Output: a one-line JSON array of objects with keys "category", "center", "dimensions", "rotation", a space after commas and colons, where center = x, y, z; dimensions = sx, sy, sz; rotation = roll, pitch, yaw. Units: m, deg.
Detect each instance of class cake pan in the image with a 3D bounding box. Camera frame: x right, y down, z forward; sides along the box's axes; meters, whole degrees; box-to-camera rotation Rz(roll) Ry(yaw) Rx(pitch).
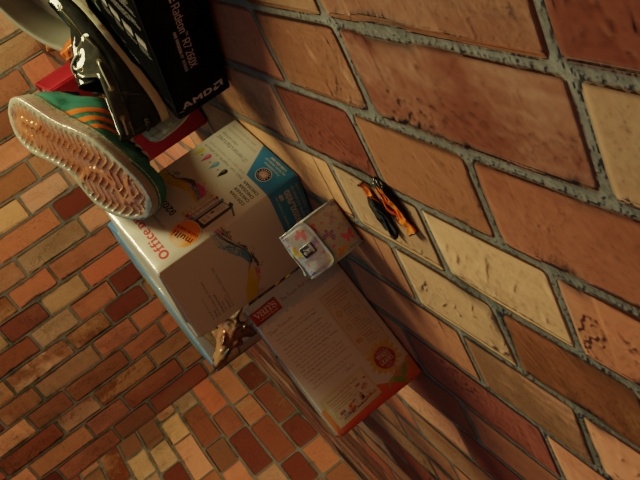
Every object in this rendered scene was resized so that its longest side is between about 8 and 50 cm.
[{"category": "cake pan", "center": [-0.423, -0.417, 1.284], "dimensions": [0.293, 0.054, 0.293], "rotation": [24, 147, 16]}]

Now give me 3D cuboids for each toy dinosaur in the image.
[{"category": "toy dinosaur", "center": [-0.158, 0.063, 1.516], "dimensions": [0.200, 0.127, 0.296], "rotation": [-97, -4, -74]}]

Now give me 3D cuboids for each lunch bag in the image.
[{"category": "lunch bag", "center": [0.000, 0.000, 1.065], "dimensions": [0.071, 0.083, 0.053], "rotation": [55, 168, -2]}]

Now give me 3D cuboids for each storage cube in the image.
[{"category": "storage cube", "center": [-0.334, -0.230, 1.412], "dimensions": [0.184, 0.193, 0.215], "rotation": [59, 165, -25]}]

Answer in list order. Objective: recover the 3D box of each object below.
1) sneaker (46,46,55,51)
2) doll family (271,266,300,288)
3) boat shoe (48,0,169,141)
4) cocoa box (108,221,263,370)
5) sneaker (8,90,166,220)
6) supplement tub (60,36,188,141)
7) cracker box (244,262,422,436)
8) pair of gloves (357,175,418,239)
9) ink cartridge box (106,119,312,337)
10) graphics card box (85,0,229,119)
[{"category": "sneaker", "center": [-0.632, -0.543, 1.820], "dimensions": [0.290, 0.123, 0.106], "rotation": [58, 169, -12]}, {"category": "doll family", "center": [-0.059, 0.050, 1.429], "dimensions": [0.193, 0.076, 0.111], "rotation": [89, 162, -77]}, {"category": "boat shoe", "center": [-0.296, -0.236, 1.114], "dimensions": [0.233, 0.079, 0.084], "rotation": [53, 172, 7]}, {"category": "cocoa box", "center": [-0.240, 0.049, 1.734], "dimensions": [0.347, 0.228, 0.231], "rotation": [57, 167, -15]}, {"category": "sneaker", "center": [-0.302, -0.138, 1.182], "dimensions": [0.302, 0.121, 0.108], "rotation": [34, 134, 27]}, {"category": "supplement tub", "center": [-0.282, -0.246, 1.254], "dimensions": [0.190, 0.117, 0.117], "rotation": [41, 174, -25]}, {"category": "cracker box", "center": [0.016, 0.151, 1.249], "dimensions": [0.232, 0.155, 0.067], "rotation": [53, 168, 7]}, {"category": "pair of gloves", "center": [0.069, -0.033, 0.897], "dimensions": [0.074, 0.010, 0.083], "rotation": [55, 168, -6]}, {"category": "ink cartridge box", "center": [-0.149, -0.017, 1.214], "dimensions": [0.171, 0.232, 0.168], "rotation": [44, 164, 37]}, {"category": "graphics card box", "center": [-0.229, -0.330, 0.987], "dimensions": [0.233, 0.094, 0.371], "rotation": [49, 166, 20]}]
